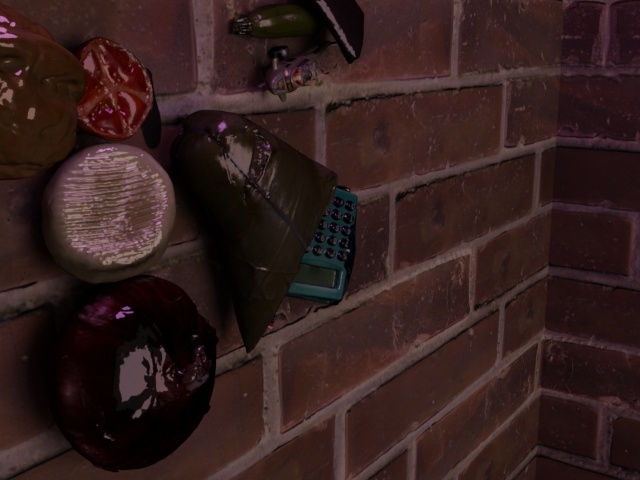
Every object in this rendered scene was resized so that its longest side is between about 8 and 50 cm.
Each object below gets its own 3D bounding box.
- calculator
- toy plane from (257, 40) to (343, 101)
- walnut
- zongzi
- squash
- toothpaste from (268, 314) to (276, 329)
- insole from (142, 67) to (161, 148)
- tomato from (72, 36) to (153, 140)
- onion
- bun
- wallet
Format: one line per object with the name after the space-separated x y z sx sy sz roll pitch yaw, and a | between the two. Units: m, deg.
0.000 0.000 1.795 0.248 0.058 0.274 14 85 -56 | calculator
-0.030 -0.355 1.638 0.286 0.108 0.092 -53 137 -52 | toy plane
-0.411 -0.186 1.018 0.257 0.257 0.225 0 66 -55 | walnut
-0.158 -0.016 1.476 0.356 0.174 0.393 30 79 -49 | zongzi
-0.071 -0.424 1.582 0.252 0.066 0.066 -24 117 -52 | squash
-0.100 0.081 1.665 0.071 0.045 0.194 18 91 -23 | toothpaste
-0.287 -0.221 1.374 0.045 0.002 0.135 -31 123 -49 | insole
-0.333 -0.225 1.245 0.155 0.069 0.156 -1 91 -50 | tomato
-0.278 0.213 1.288 0.314 0.232 0.314 -19 113 -54 | onion
-0.328 -0.040 1.259 0.222 0.127 0.222 3 84 -26 | bun
0.016 -0.489 1.641 0.229 0.049 0.182 51 31 -36 | wallet
